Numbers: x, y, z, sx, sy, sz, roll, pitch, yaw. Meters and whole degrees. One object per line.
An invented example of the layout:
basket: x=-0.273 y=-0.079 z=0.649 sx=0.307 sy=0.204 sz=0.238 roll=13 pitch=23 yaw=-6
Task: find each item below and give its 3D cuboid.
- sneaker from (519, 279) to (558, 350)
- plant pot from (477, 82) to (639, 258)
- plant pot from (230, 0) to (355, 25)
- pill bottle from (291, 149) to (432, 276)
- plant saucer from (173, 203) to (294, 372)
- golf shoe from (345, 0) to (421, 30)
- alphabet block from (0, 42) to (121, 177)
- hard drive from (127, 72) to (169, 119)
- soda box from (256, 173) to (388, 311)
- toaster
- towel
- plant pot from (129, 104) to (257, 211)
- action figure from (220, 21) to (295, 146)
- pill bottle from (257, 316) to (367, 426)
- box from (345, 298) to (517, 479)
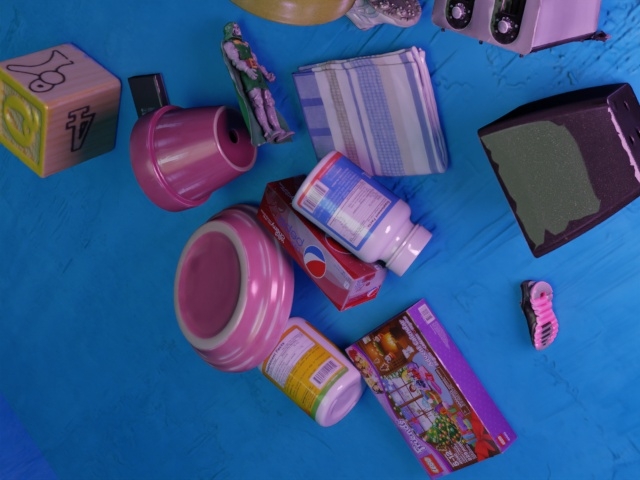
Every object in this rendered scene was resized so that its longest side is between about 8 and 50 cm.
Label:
sneaker: x=0.338 y=0.114 z=1.484 sx=0.057 sy=0.047 sz=0.119 roll=25 pitch=128 yaw=57
plant pot: x=0.347 y=-0.111 z=1.254 sx=0.167 sy=0.188 sz=0.188 roll=-23 pitch=94 yaw=36
plant pot: x=-0.015 y=-0.496 z=1.272 sx=0.366 sy=0.366 sz=0.353 roll=44 pitch=141 yaw=18
pill bottle: x=0.072 y=-0.041 z=1.577 sx=0.221 sy=0.124 sz=0.124 roll=38 pitch=135 yaw=3
plant saucer: x=-0.185 y=0.090 z=1.834 sx=0.332 sy=0.084 sz=0.332 roll=-11 pitch=76 yaw=48
golf shoe: x=0.086 y=-0.359 z=1.462 sx=0.176 sy=0.069 sz=0.086 roll=37 pitch=150 yaw=32
alphabet block: x=-0.568 y=-0.283 z=2.023 sx=0.192 sy=0.197 sz=0.194 roll=36 pitch=133 yaw=25
hard drive: x=-0.347 y=-0.275 z=1.943 sx=0.094 sy=0.022 sz=0.135 roll=4 pitch=114 yaw=43
soda box: x=0.000 y=0.000 z=1.672 sx=0.263 sy=0.092 sz=0.084 roll=48 pitch=137 yaw=29
toaster: x=0.266 y=-0.319 z=1.225 sx=0.168 sy=0.185 sz=0.110 roll=31 pitch=128 yaw=39
towel: x=0.080 y=-0.205 z=1.562 sx=0.285 sy=0.034 sz=0.209 roll=2 pitch=115 yaw=46
plant pot: x=-0.228 y=-0.169 z=1.774 sx=0.180 sy=0.201 sz=0.201 roll=-14 pitch=102 yaw=31
action figure: x=-0.121 y=-0.282 z=1.669 sx=0.063 sy=0.137 sz=0.232 roll=-28 pitch=82 yaw=25
pill bottle: x=-0.038 y=0.235 z=1.835 sx=0.245 sy=0.136 sz=0.136 roll=38 pitch=133 yaw=25
box: x=0.193 y=0.272 z=1.692 sx=0.293 sy=0.057 sz=0.201 roll=56 pitch=138 yaw=5
